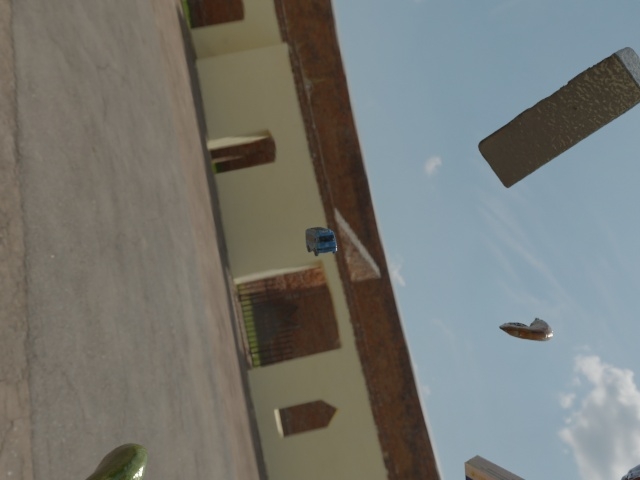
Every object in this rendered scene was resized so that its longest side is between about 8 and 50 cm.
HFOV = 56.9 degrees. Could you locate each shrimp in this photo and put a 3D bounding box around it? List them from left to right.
[{"bbox_3d":[0.625,0.266,1.768,0.249,0.150,0.068,5,94,-58],"label":"shrimp"}]

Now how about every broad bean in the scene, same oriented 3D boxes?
[{"bbox_3d":[-0.399,0.457,1.140,0.082,0.124,0.174,61,17,-17],"label":"broad bean"}]

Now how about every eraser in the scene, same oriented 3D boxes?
[{"bbox_3d":[0.486,-0.243,1.164,0.111,0.353,0.077,57,13,4],"label":"eraser"}]

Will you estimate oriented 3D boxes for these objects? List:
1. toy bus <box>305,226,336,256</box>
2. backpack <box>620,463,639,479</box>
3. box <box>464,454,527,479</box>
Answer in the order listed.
[{"bbox_3d":[0.000,0.000,1.032,0.083,0.038,0.045,-157,-120,-74],"label":"toy bus"},{"bbox_3d":[0.458,0.376,0.736,0.229,0.139,0.229,40,13,-11],"label":"backpack"},{"bbox_3d":[0.562,0.777,1.682,0.343,0.065,0.200,11,-69,55],"label":"box"}]
